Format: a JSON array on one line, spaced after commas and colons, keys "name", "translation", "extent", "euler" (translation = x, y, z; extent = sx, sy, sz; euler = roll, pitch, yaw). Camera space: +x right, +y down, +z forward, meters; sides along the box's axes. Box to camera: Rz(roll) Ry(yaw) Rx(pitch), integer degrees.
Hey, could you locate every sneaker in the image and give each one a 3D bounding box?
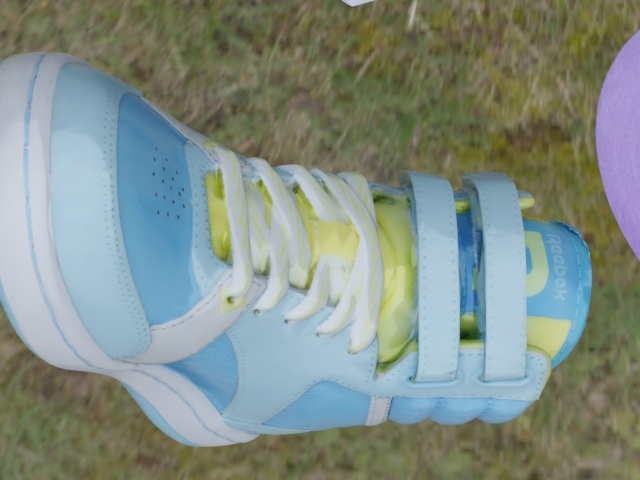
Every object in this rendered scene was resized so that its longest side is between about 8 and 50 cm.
[{"name": "sneaker", "translation": [0.000, 0.000, 0.791], "extent": [0.208, 0.319, 0.127], "euler": [-5, 73, 12]}]

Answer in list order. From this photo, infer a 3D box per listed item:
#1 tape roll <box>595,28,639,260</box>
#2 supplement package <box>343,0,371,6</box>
[{"name": "tape roll", "translation": [0.329, -0.054, 1.355], "extent": [0.274, 0.090, 0.275], "euler": [30, 136, 33]}, {"name": "supplement package", "translation": [0.049, -0.344, 1.360], "extent": [0.175, 0.177, 0.293], "euler": [38, 135, 40]}]
